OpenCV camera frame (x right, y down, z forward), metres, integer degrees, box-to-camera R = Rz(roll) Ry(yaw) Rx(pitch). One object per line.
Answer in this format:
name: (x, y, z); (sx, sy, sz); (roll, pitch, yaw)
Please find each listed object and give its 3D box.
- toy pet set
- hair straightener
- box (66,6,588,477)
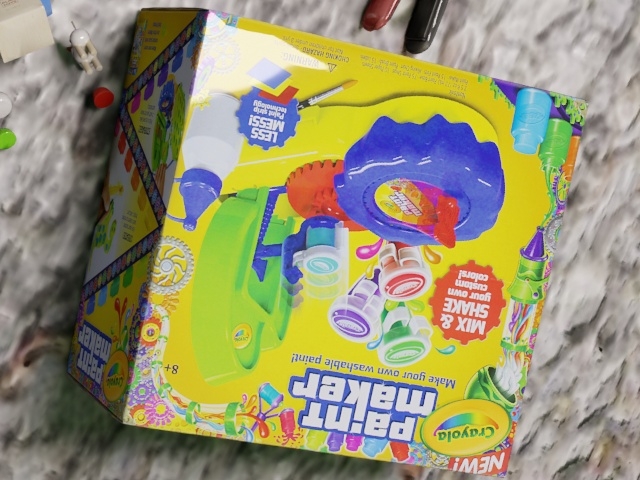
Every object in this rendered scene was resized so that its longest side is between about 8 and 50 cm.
toy pet set: (-0.221, -0.132, 1.212); (0.122, 0.065, 0.114); (-23, 139, -14)
hair straightener: (0.117, -0.246, 1.331); (0.089, 0.047, 0.230); (28, 82, -22)
box: (0.000, 0.000, 1.240); (0.290, 0.177, 0.279); (10, 94, -22)
